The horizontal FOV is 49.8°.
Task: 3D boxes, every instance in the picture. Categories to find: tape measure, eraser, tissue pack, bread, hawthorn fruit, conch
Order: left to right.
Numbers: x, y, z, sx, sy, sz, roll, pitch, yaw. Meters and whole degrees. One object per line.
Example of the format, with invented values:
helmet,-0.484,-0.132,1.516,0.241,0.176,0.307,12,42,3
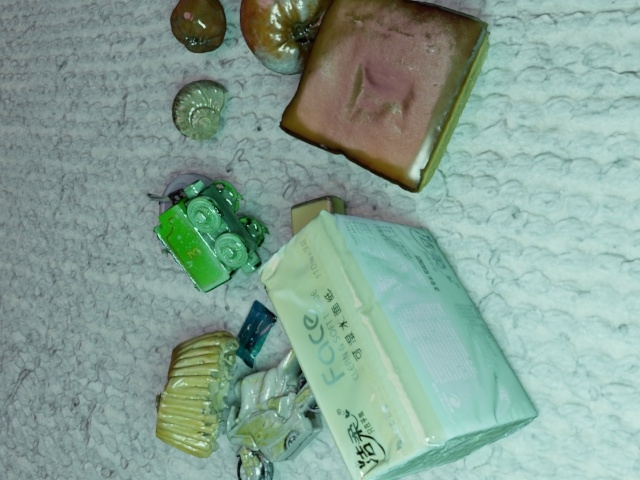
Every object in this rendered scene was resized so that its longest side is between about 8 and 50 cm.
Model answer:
tape measure,-0.329,-0.076,1.695,0.196,0.105,0.178,-27,66,33
bread,-0.264,0.321,1.482,0.150,0.274,0.273,13,90,-6
hawthorn fruit,-0.309,-0.561,1.750,0.149,0.149,0.189,-39,38,26
conch,-0.305,-0.340,1.745,0.155,0.130,0.207,-25,37,-3
tissue pack,-0.154,0.212,1.559,0.085,0.028,0.138,34,100,37
hawthorn fruit,-0.061,-0.497,1.481,0.235,0.231,0.262,-17,76,23
eraser,0.000,0.000,1.455,0.117,0.058,0.172,-15,73,35
bread,0.121,-0.295,1.325,0.324,0.143,0.332,25,98,22
tissue pack,0.127,0.172,1.156,0.205,0.332,0.404,-44,59,29

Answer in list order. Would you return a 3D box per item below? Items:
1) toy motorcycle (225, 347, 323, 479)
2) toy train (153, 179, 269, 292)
toy motorcycle,-0.099,0.353,1.442,0.340,0.108,0.223,-52,52,20
toy train,-0.246,-0.014,1.557,0.188,0.132,0.243,-28,104,26
